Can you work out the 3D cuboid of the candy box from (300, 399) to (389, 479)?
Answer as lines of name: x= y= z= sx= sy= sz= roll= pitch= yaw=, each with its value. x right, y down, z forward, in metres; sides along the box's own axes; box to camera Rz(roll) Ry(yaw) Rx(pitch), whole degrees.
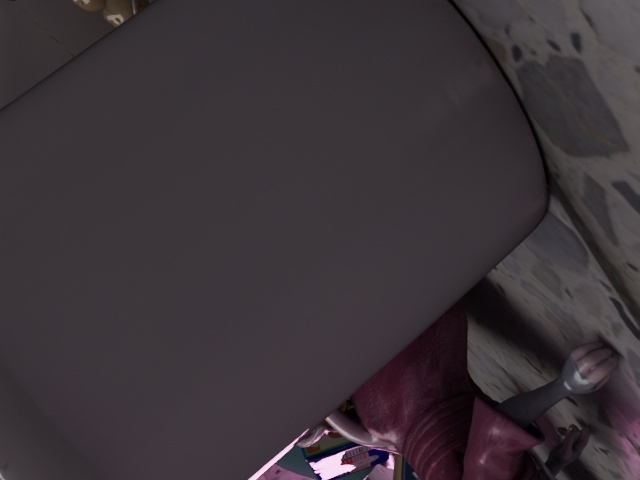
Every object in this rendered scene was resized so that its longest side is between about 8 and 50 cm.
candy box: x=-0.006 y=0.164 z=1.476 sx=0.268 sy=0.122 sz=0.317 roll=78 pitch=172 yaw=-71

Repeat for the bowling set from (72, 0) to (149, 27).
bowling set: x=-0.201 y=-0.254 z=0.952 sx=0.154 sy=0.200 sz=0.287 roll=57 pitch=172 yaw=-36

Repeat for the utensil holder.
utensil holder: x=-0.081 y=-0.006 z=0.756 sx=0.327 sy=0.385 sz=0.327 roll=48 pitch=169 yaw=13

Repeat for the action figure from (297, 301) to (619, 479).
action figure: x=0.114 y=0.176 z=0.941 sx=0.370 sy=0.276 sz=0.248 roll=58 pitch=172 yaw=44

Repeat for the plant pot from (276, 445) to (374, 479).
plant pot: x=0.004 y=0.329 z=1.959 sx=0.255 sy=0.271 sz=0.271 roll=35 pitch=169 yaw=1

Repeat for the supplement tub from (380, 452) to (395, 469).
supplement tub: x=0.124 y=0.297 z=1.674 sx=0.117 sy=0.117 sz=0.190 roll=47 pitch=168 yaw=19

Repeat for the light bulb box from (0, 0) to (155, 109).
light bulb box: x=-0.255 y=-0.089 z=1.212 sx=0.361 sy=0.225 sz=0.357 roll=172 pitch=96 yaw=-78

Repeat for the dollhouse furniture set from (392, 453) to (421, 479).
dollhouse furniture set: x=0.240 y=0.282 z=1.254 sx=0.287 sy=0.198 sz=0.303 roll=14 pitch=146 yaw=-12
